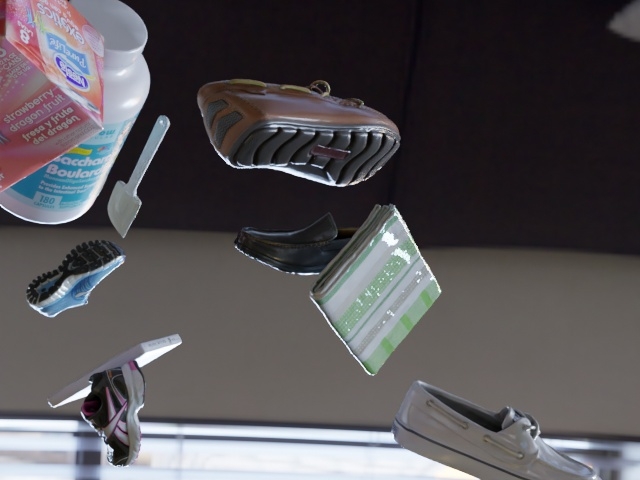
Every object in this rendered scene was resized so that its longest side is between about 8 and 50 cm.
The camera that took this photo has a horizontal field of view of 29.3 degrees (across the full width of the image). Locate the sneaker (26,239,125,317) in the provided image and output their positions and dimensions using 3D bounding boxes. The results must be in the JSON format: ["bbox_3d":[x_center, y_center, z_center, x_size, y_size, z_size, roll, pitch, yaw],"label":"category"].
[{"bbox_3d":[-0.372,0.060,1.884,0.162,0.063,0.073,-32,142,-9],"label":"sneaker"}]

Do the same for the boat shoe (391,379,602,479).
[{"bbox_3d":[0.215,0.235,1.423,0.258,0.084,0.095,18,-167,-3],"label":"boat shoe"}]

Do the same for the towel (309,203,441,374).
[{"bbox_3d":[0.051,0.047,1.122,0.023,0.113,0.152,32,164,37],"label":"towel"}]

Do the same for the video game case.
[{"bbox_3d":[-0.282,0.178,1.694,0.157,0.019,0.143,-31,174,12],"label":"video game case"}]

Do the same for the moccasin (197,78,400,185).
[{"bbox_3d":[-0.025,-0.163,1.764,0.380,0.147,0.139,-2,138,-45],"label":"moccasin"}]

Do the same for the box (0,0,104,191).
[{"bbox_3d":[-0.368,-0.125,1.185,0.300,0.154,0.142,-27,134,18],"label":"box"}]

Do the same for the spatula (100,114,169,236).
[{"bbox_3d":[-0.282,-0.127,1.604,0.019,0.168,0.242,-33,165,-40],"label":"spatula"}]

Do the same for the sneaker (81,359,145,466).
[{"bbox_3d":[-0.283,0.231,1.636,0.077,0.178,0.072,-5,-144,-20],"label":"sneaker"}]

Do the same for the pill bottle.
[{"bbox_3d":[-0.284,-0.151,1.383,0.146,0.146,0.264,3,140,-31],"label":"pill bottle"}]

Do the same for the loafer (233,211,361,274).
[{"bbox_3d":[0.000,0.000,1.203,0.170,0.061,0.062,8,-162,-20],"label":"loafer"}]
